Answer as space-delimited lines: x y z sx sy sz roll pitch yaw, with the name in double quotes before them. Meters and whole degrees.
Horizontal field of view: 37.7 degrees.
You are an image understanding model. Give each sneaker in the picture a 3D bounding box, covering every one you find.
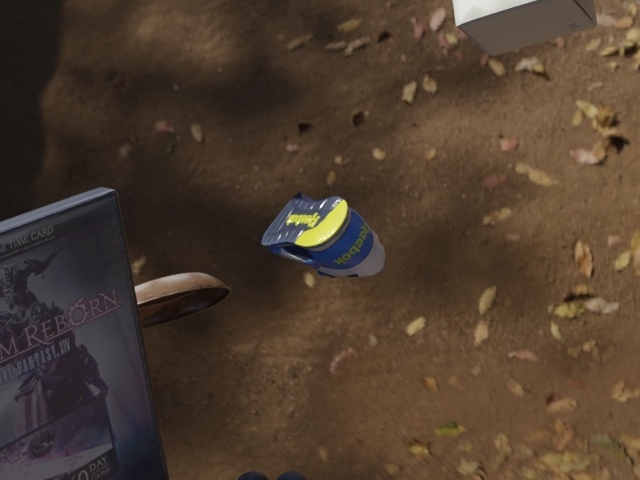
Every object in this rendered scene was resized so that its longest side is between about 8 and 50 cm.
"sneaker" 0.000 0.000 0.695 0.053 0.059 0.144 -56 21 -5

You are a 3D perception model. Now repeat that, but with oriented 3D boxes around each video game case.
"video game case" -0.207 0.119 0.681 0.026 0.274 0.196 12 26 38

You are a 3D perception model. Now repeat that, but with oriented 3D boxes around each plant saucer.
"plant saucer" -0.230 0.087 1.372 0.198 0.198 0.036 -20 76 10

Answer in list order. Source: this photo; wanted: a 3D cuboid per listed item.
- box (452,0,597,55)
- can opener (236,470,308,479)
"box" 0.177 -0.325 0.875 0.113 0.094 0.275 -13 75 29
"can opener" -0.018 0.326 0.774 0.074 0.093 0.280 -6 103 22
